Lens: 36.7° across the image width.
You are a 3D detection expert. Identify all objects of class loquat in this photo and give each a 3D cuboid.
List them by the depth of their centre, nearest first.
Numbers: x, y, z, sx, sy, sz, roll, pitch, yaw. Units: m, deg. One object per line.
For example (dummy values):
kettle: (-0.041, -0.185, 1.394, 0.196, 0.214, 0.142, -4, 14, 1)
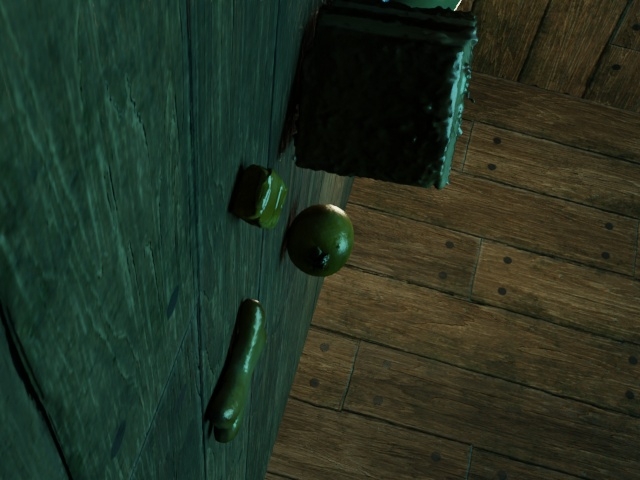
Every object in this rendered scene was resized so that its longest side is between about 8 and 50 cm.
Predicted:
loquat: (0.000, 0.000, 1.959, 0.163, 0.137, 0.163, -59, -174, 11)

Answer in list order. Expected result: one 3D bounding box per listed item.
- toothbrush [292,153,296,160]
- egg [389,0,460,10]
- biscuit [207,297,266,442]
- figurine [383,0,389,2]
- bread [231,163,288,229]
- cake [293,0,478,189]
toothbrush: (-0.037, -0.166, 1.724, 0.097, 0.008, 0.006, -69, 169, -56)
egg: (0.188, -0.536, 2.030, 0.295, 0.218, 0.219, 121, -11, -54)
biscuit: (-0.131, 0.214, 1.557, 0.164, 0.047, 0.208, 99, 7, -66)
figurine: (0.113, -0.516, 1.694, 0.262, 0.120, 0.164, 97, 12, -50)
bread: (-0.076, -0.054, 1.228, 0.132, 0.053, 0.074, 62, 43, -82)
cake: (0.103, -0.245, 1.550, 0.290, 0.281, 0.256, -55, 153, -68)
